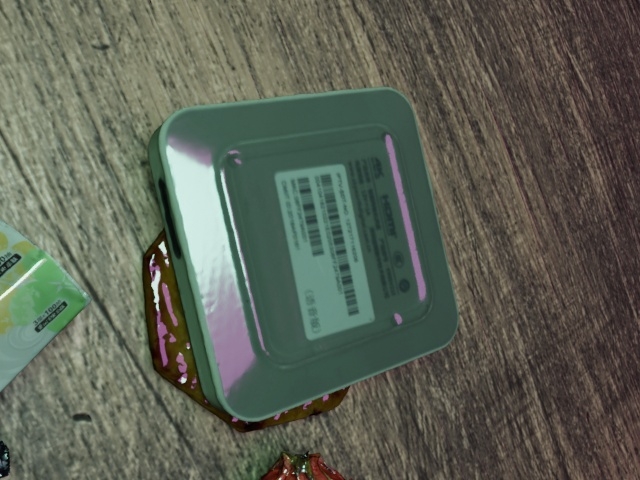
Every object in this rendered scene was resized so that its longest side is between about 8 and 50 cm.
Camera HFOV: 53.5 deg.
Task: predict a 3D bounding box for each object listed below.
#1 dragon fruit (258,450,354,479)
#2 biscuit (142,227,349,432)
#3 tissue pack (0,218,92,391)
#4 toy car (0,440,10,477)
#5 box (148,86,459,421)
[{"bbox_3d":[-0.019,0.360,0.763,0.172,0.172,0.209,6,73,-30],"label":"dragon fruit"},{"bbox_3d":[-0.063,0.071,0.836,0.359,0.046,0.359,4,82,-31],"label":"biscuit"},{"bbox_3d":[-0.362,0.069,0.571,0.229,0.159,0.145,-49,151,-24],"label":"tissue pack"},{"bbox_3d":[-0.393,0.229,0.609,0.171,0.070,0.080,-4,86,-30],"label":"toy car"},{"bbox_3d":[0.000,0.000,0.805,0.373,0.090,0.367,-14,93,-30],"label":"box"}]
